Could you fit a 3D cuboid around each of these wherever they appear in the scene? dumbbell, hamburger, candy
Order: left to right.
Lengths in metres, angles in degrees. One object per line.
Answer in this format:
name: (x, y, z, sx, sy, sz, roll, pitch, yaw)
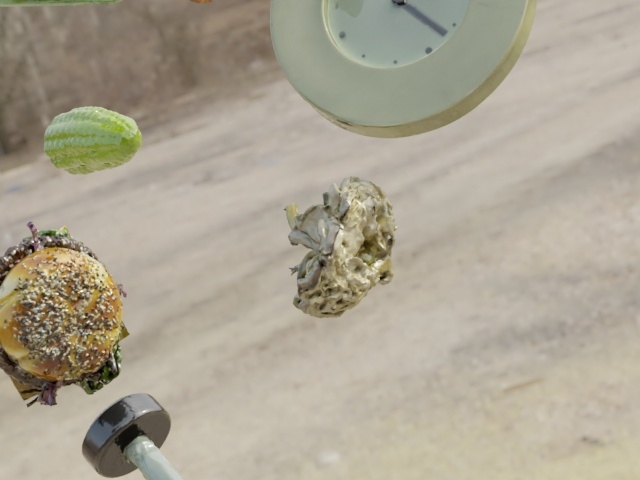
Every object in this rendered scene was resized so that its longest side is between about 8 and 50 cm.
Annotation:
hamburger: (-0.268, 0.080, 1.737, 0.164, 0.189, 0.093, -49, 28, -20)
candy: (-0.305, -0.138, 2.329, 0.097, 0.096, 0.209, -23, 14, -31)
dumbbell: (-0.158, 0.254, 1.767, 0.100, 0.100, 0.191, -25, 54, -36)

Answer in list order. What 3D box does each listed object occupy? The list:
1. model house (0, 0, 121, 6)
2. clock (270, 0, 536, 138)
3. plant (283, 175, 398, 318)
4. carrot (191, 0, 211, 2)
model house: (-0.430, -0.510, 2.215, 0.340, 0.300, 0.323, 1, -21, 11)
clock: (0.068, -0.201, 1.426, 0.235, 0.235, 0.029, -15, -22, 18)
plant: (0.000, 0.000, 1.409, 0.122, 0.104, 0.116, 22, 50, 38)
carrot: (-0.164, -0.322, 1.993, 0.061, 0.061, 0.210, -20, 20, -12)
